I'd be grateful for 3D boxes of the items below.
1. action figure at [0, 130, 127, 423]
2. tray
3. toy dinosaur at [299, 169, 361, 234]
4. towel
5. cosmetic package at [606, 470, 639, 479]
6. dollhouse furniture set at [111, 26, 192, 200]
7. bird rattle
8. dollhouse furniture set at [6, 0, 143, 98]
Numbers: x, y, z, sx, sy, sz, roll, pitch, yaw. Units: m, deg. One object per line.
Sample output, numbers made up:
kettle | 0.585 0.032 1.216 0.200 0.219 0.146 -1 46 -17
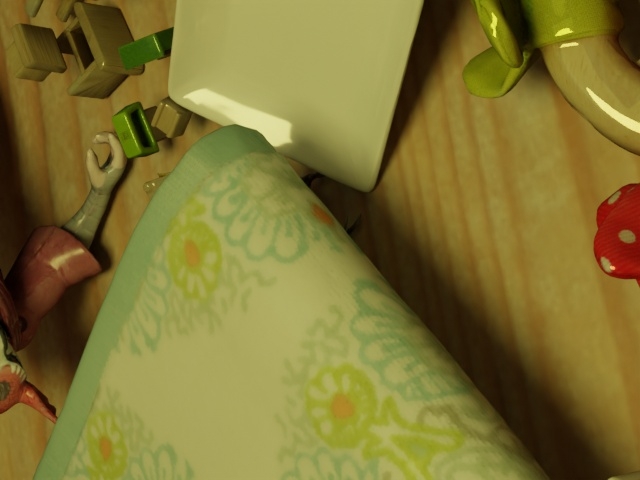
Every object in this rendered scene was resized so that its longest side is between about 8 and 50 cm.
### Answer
action figure | -0.292 0.000 0.987 0.276 0.248 0.370 -45 58 32
tray | -0.006 -0.153 0.791 0.145 0.030 0.270 27 139 12
toy dinosaur | 0.000 0.000 0.883 0.090 0.047 0.082 155 100 -73
towel | -0.031 0.171 0.830 0.320 0.090 0.374 48 130 28
cosmetic package | 0.197 0.203 0.619 0.184 0.151 0.151 36 113 34
dollhouse furniture set | -0.082 -0.065 0.952 0.076 0.058 0.151 -16 98 33
bird rattle | 0.169 -0.095 0.669 0.207 0.143 0.253 -46 63 13
dollhouse furniture set | -0.209 -0.190 0.957 0.101 0.182 0.161 -39 65 34
